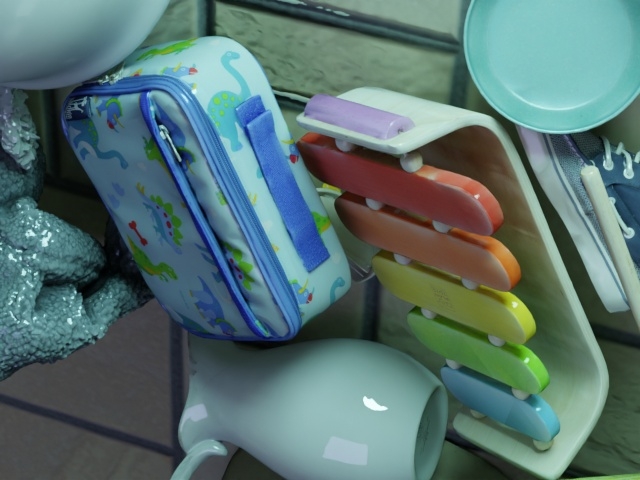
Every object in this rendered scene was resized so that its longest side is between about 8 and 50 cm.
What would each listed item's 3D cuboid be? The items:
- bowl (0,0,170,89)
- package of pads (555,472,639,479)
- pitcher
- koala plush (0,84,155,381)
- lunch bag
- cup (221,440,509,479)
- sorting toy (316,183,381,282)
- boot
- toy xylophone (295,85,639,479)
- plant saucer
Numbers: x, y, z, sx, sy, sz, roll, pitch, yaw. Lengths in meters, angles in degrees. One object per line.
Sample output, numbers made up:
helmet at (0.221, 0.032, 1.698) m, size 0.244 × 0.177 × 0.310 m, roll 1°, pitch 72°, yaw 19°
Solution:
bowl at (-0.241, -0.222, 0.995) m, size 0.298 × 0.134 × 0.298 m, roll 10°, pitch 115°, yaw 21°
package of pads at (0.187, 0.306, 1.119) m, size 0.229 × 0.101 × 0.296 m, roll -7°, pitch 119°, yaw 11°
pitcher at (-0.015, 0.159, 1.230) m, size 0.207 × 0.178 × 0.125 m, roll 9°, pitch 171°, yaw 21°
koala plush at (-0.251, -0.025, 1.191) m, size 0.196 × 0.203 × 0.221 m, roll -7°, pitch 112°, yaw 30°
lunch bag at (-0.080, -0.034, 1.112) m, size 0.176 × 0.090 × 0.219 m, roll 3°, pitch 124°, yaw 50°
cup at (0.024, 0.345, 1.318) m, size 0.331 × 0.237 × 0.331 m, roll 13°, pitch 131°, yaw 15°
sorting toy at (0.000, 0.000, 1.178) m, size 0.083 × 0.045 × 0.075 m, roll 40°, pitch 140°, yaw -9°
boot at (0.196, -0.044, 1.039) m, size 0.086 × 0.069 × 0.190 m, roll -23°, pitch 116°, yaw 18°
toy xylophone at (0.115, 0.025, 1.055) m, size 0.236 × 0.081 × 0.322 m, roll 13°, pitch 139°, yaw 59°
plant saucer at (0.149, -0.126, 0.979) m, size 0.119 × 0.021 × 0.119 m, roll 0°, pitch 94°, yaw 5°
